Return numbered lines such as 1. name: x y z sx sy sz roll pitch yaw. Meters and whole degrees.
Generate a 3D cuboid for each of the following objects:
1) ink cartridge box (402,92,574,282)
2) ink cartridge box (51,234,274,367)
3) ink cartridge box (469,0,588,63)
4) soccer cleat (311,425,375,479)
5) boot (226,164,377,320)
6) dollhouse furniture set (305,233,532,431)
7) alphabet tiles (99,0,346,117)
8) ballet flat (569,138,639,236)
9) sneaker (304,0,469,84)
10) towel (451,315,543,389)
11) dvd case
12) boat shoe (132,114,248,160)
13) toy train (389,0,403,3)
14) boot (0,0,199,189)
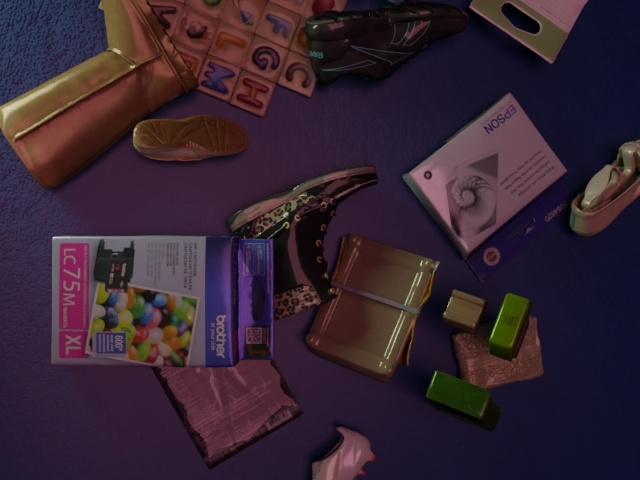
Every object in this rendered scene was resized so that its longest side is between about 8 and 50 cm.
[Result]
1. ink cartridge box: 0.283 -0.083 1.214 0.223 0.045 0.224 -39 97 -9
2. ink cartridge box: -0.222 0.085 1.073 0.311 0.065 0.185 0 90 1
3. ink cartridge box: 0.357 -0.425 1.230 0.171 0.056 0.235 31 87 -9
4. soccer cleat: 0.008 0.377 1.148 0.076 0.068 0.196 33 76 -4
5. boot: -0.001 0.001 1.131 0.236 0.085 0.178 -22 87 -4
6. dollhouse furniture set: 0.152 0.139 1.168 0.302 0.151 0.197 19 78 22
7. alphabet tiles: -0.143 -0.362 1.153 0.343 0.011 0.285 21 85 -10
8. ballet flat: 0.498 -0.108 1.231 0.248 0.086 0.086 -44 97 -9
9. sneaker: 0.103 -0.310 1.173 0.267 0.101 0.106 -12 116 -14
10. towel: 0.288 0.182 1.221 0.148 0.027 0.110 -11 90 -11
11. dvd case: -0.149 0.209 1.140 0.165 0.018 0.221 -29 95 -9
12. boat shoe: -0.193 -0.148 1.117 0.170 0.059 0.063 0 75 -22
13. toy train: 0.088 -0.439 1.145 0.184 0.080 0.105 24 127 -11
14. boot: -0.342 -0.240 1.069 0.270 0.089 0.236 -33 95 -6
